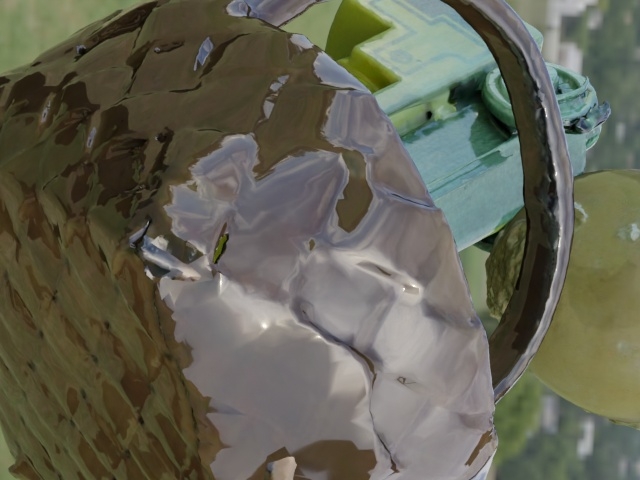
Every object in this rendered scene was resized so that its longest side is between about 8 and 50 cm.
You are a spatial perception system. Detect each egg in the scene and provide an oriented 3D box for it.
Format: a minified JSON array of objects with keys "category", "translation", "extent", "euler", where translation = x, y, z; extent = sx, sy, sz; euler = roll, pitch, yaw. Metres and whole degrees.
[{"category":"egg","translation":[0.194,0.036,1.185],"extent":[0.201,0.164,0.164],"euler":[24,-63,50]}]

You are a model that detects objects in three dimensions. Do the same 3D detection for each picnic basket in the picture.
[{"category":"picnic basket","translation":[0.000,0.000,0.950],"extent":[0.337,0.337,0.293],"euler":[-75,154,-63]}]

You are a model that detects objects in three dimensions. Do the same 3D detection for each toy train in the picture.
[{"category":"toy train","translation":[0.035,-0.058,1.351],"extent":[0.369,0.237,0.150],"euler":[-28,143,-40]}]
